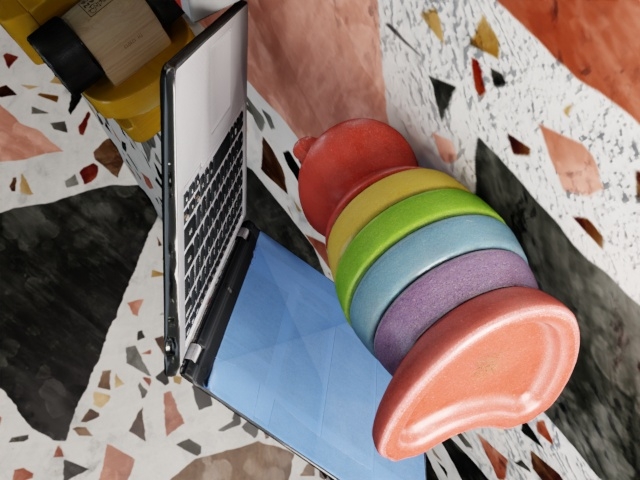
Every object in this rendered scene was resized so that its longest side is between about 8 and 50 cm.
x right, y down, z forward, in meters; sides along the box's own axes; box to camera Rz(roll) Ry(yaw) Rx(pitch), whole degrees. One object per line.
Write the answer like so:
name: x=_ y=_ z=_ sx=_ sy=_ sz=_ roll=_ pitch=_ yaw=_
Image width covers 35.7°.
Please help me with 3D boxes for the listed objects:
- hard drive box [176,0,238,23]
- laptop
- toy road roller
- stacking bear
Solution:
hard drive box: x=-0.139 y=-0.350 z=0.915 sx=0.181 sy=0.089 sz=0.232 roll=52 pitch=164 yaw=25
laptop: x=0.000 y=0.000 z=0.971 sx=0.382 sy=0.237 sz=0.407 roll=-80 pitch=-7 yaw=-69
toy road roller: x=-0.290 y=-0.280 z=1.342 sx=0.329 sy=0.202 sz=0.240 roll=44 pitch=171 yaw=37
stacking bear: x=0.073 y=0.010 z=0.843 sx=0.289 sy=0.175 sz=0.164 roll=58 pitch=147 yaw=38
